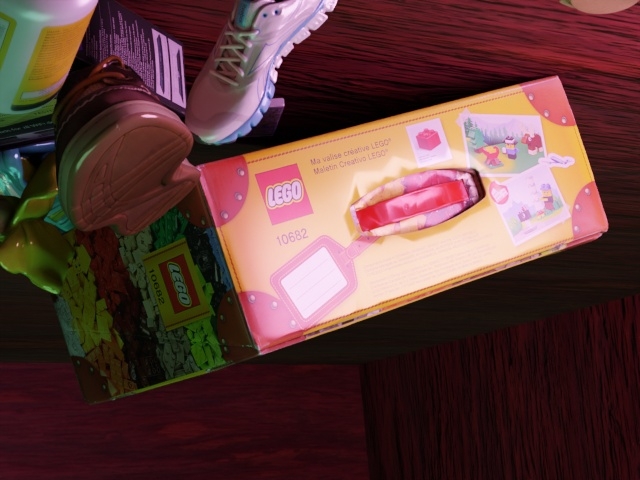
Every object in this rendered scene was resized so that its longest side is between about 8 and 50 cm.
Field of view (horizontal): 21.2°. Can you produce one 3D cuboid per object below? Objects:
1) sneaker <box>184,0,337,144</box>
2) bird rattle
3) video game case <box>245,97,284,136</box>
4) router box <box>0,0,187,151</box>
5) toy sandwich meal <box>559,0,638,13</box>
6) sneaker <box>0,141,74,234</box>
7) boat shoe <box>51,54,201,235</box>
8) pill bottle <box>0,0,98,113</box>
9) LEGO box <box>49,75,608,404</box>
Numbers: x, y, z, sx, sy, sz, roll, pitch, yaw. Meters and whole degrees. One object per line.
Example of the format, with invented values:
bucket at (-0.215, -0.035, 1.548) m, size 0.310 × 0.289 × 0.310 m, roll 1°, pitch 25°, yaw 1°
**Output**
sneaker at (-0.063, -0.171, 1.448) m, size 0.071 × 0.190 × 0.083 m, roll 27°, pitch 170°, yaw 26°
bird rattle at (-0.367, -0.027, 1.684) m, size 0.253 × 0.143 × 0.207 m, roll 3°, pitch -176°, yaw -26°
video game case at (-0.090, -0.137, 1.936) m, size 0.087 × 0.011 × 0.122 m, roll -4°, pitch 169°, yaw -8°
router box at (-0.313, -0.151, 1.588) m, size 0.309 × 0.081 × 0.243 m, roll -9°, pitch 168°, yaw 19°
toy sandwich meal at (0.261, -0.236, 1.573) m, size 0.086 × 0.029 × 0.085 m, roll -2°, pitch 158°, yaw -1°
sneaker at (-0.299, -0.062, 2.004) m, size 0.110 × 0.107 × 0.275 m, roll -24°, pitch 160°, yaw 32°
boat shoe at (-0.183, -0.089, 1.448) m, size 0.123 × 0.123 × 0.342 m, roll -38°, pitch 174°, yaw 0°
pill bottle at (-0.228, -0.188, 1.328) m, size 0.103 × 0.103 × 0.184 m, roll 0°, pitch 149°, yaw -25°
LEGO box at (0.000, 0.000, 1.887) m, size 0.500 × 0.193 × 0.372 m, roll -17°, pitch 177°, yaw -37°
